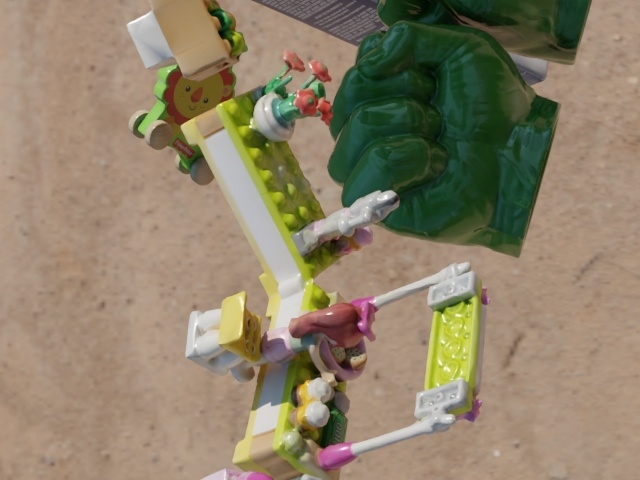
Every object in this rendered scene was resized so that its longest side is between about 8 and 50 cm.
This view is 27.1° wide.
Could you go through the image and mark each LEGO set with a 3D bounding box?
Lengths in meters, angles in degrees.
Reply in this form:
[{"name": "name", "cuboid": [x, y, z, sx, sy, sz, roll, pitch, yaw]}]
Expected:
[{"name": "LEGO set", "cuboid": [0.000, 0.000, 0.590, 0.107, 0.132, 0.287, -23, 61, 34]}]

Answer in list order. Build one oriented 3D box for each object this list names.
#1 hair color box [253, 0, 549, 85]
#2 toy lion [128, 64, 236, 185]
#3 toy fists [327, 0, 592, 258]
[{"name": "hair color box", "cuboid": [0.067, -0.279, 1.276, 0.105, 0.347, 0.174, -15, 59, 58]}, {"name": "toy lion", "cuboid": [-0.101, -0.107, 1.083, 0.096, 0.100, 0.034, -52, 48, -3]}, {"name": "toy fists", "cuboid": [0.092, -0.124, 0.854, 0.142, 0.096, 0.279, 14, 66, 10]}]
